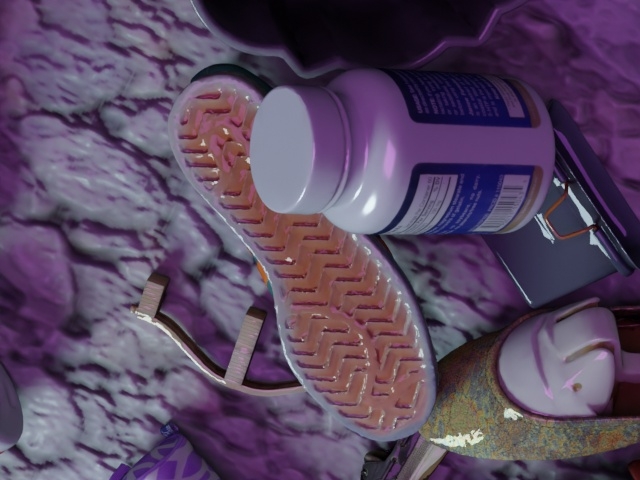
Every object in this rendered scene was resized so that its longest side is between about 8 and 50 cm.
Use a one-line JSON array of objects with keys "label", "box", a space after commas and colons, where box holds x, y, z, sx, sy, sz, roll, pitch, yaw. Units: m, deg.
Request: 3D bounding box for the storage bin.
[{"label": "storage bin", "box": [0.165, -0.017, 1.290, 0.091, 0.098, 0.135, -33, 98, 23]}]

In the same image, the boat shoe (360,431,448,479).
[{"label": "boat shoe", "box": [0.055, 0.180, 1.367, 0.049, 0.056, 0.152, 36, 95, 2]}]

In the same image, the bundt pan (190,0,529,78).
[{"label": "bundt pan", "box": [0.019, -0.282, 1.186, 0.330, 0.124, 0.331, -6, 117, -13]}]

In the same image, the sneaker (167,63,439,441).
[{"label": "sneaker", "box": [0.000, 0.000, 1.292, 0.108, 0.121, 0.302, -27, 100, 15]}]

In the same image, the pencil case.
[{"label": "pencil case", "box": [-0.085, 0.248, 1.383, 0.206, 0.086, 0.088, 52, 137, -5]}]

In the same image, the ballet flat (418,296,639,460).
[{"label": "ballet flat", "box": [0.238, 0.088, 1.282, 0.348, 0.123, 0.123, -3, 103, 4]}]

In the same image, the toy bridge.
[{"label": "toy bridge", "box": [-0.059, 0.084, 1.368, 0.188, 0.026, 0.063, 19, 106, 2]}]

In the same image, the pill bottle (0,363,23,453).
[{"label": "pill bottle", "box": [-0.333, 0.155, 1.375, 0.180, 0.108, 0.108, -32, 98, 13]}]

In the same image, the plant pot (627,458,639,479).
[{"label": "plant pot", "box": [0.218, 0.266, 1.302, 0.174, 0.191, 0.191, -32, 98, 4]}]

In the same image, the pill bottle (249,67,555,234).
[{"label": "pill bottle", "box": [0.053, -0.060, 1.185, 0.186, 0.112, 0.112, 0, 107, -31]}]
